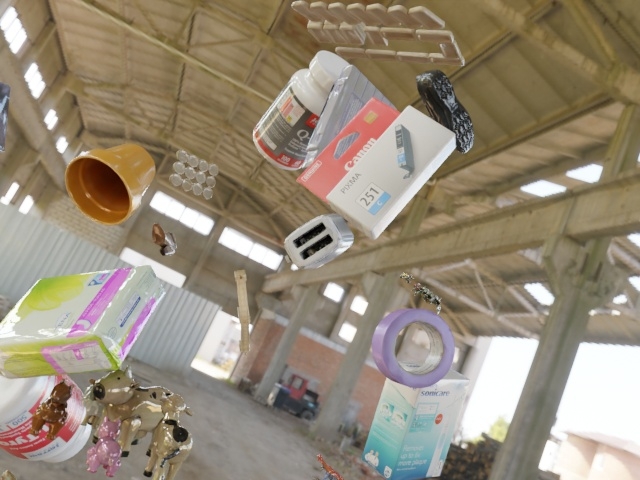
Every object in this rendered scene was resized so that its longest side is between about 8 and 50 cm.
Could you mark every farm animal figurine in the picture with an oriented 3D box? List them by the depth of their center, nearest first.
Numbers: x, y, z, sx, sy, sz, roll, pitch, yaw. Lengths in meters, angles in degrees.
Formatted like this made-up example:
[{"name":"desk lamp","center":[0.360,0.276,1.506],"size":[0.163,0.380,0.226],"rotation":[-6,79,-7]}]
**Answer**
[{"name":"farm animal figurine","center":[-0.370,0.340,1.211],"size":[0.330,0.172,0.327],"rotation":[19,-10,12]}]

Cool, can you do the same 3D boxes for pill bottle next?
[{"name":"pill bottle","center":[-0.743,0.421,1.563],"size":[0.228,0.229,0.408],"rotation":[20,-31,18]},{"name":"pill bottle","center":[-0.044,-0.413,1.967],"size":[0.210,0.210,0.363],"rotation":[30,-51,-19]}]

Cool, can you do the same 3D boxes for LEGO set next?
[{"name":"LEGO set","center":[0.152,0.073,0.894],"size":[0.083,0.023,0.054],"rotation":[52,-13,-33]}]

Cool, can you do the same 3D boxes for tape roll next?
[{"name":"tape roll","center":[0.226,0.261,1.500],"size":[0.188,0.189,0.080],"rotation":[27,-11,-9]}]

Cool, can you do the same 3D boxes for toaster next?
[{"name":"toaster","center":[0.000,0.000,1.831],"size":[0.129,0.226,0.146],"rotation":[60,16,6]}]

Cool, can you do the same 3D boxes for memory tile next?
[{"name":"memory tile","center":[-0.367,-0.191,1.789],"size":[0.012,0.113,0.148],"rotation":[-4,-20,44]}]

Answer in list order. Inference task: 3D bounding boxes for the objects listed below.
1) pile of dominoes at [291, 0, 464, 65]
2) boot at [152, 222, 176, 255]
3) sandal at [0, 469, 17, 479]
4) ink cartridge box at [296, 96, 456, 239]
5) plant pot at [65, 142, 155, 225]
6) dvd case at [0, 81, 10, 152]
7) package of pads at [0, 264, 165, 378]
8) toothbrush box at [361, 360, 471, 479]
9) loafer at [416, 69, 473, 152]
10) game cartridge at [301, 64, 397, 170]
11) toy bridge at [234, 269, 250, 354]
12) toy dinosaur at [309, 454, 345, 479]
[{"name":"pile of dominoes","center":[0.099,-0.349,0.996],"size":[0.251,0.040,0.196],"rotation":[11,-4,23]},{"name":"boot","center":[-0.476,-0.008,1.884],"size":[0.042,0.119,0.087],"rotation":[-4,18,11]},{"name":"sandal","center":[-0.775,0.639,1.511],"size":[0.072,0.049,0.180],"rotation":[28,-55,19]},{"name":"ink cartridge box","center":[0.119,-0.189,1.420],"size":[0.261,0.296,0.066],"rotation":[38,-8,25]},{"name":"plant pot","center":[-0.559,-0.175,1.696],"size":[0.205,0.188,0.205],"rotation":[10,-57,16]},{"name":"dvd case","center":[-0.778,-0.301,1.404],"size":[0.018,0.165,0.221],"rotation":[5,-1,1]},{"name":"package of pads","center":[-0.491,0.164,1.225],"size":[0.296,0.229,0.101],"rotation":[-8,-57,19]},{"name":"toothbrush box","center":[0.264,0.491,1.687],"size":[0.216,0.296,0.126],"rotation":[13,5,-40]},{"name":"loafer","center":[0.300,-0.310,1.476],"size":[0.223,0.076,0.078],"rotation":[56,-18,-25]},{"name":"game cartridge","center":[0.087,-0.302,1.780],"size":[0.230,0.355,0.068],"rotation":[34,-23,-31]},{"name":"toy bridge","center":[-0.167,0.163,1.334],"size":[0.026,0.188,0.063],"rotation":[-5,17,-11]},{"name":"toy dinosaur","center":[0.023,0.474,1.260],"size":[0.090,0.082,0.047],"rotation":[-9,24,3]}]
